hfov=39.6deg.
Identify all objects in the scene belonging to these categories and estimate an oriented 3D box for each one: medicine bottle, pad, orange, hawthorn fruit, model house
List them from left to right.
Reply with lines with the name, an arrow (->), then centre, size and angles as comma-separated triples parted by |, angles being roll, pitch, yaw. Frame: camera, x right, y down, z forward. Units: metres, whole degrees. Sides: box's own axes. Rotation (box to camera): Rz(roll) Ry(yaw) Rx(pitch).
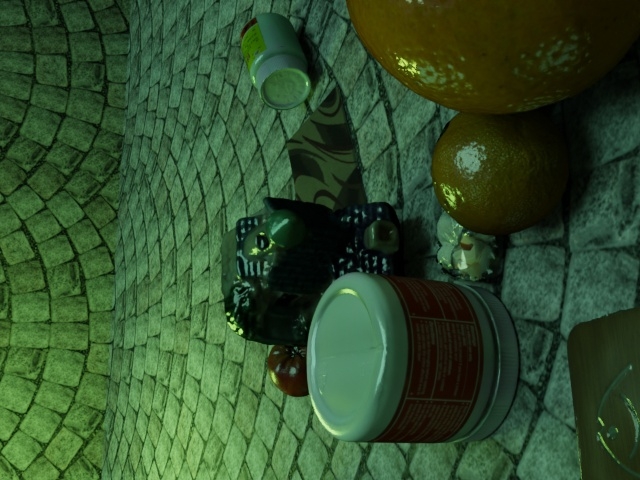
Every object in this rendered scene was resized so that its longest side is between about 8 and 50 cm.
medicine bottle -> -0.106, -0.422, 2.087 | 0.139, 0.139, 0.225 | -60, 35, 37
hawthorn fruit -> -0.052, 0.267, 1.832 | 0.140, 0.125, 0.125 | -61, 34, 32
pad -> 0.006, -0.150, 1.917 | 0.220, 0.004, 0.330 | -45, 45, 40
model house -> 0.005, 0.040, 1.581 | 0.284, 0.298, 0.243 | -38, 51, 54
medicine bottle -> 0.133, 0.183, 1.360 | 0.252, 0.240, 0.253 | -28, 58, 58
orange -> 0.251, -0.102, 1.260 | 0.206, 0.206, 0.206 | -25, 62, 59
orange -> 0.239, -0.343, 1.140 | 0.326, 0.424, 0.424 | 64, 176, -38
pad -> 0.407, 0.216, 1.060 | 0.284, 0.018, 0.287 | -30, 57, 57

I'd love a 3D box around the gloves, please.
gloves -> 0.226, 0.005, 1.411 | 0.153, 0.070, 0.114 | -137, 50, -66

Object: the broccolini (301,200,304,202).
broccolini -> 0.007, -0.002, 1.841 | 0.052, 0.054, 0.194 | -26, 68, 19

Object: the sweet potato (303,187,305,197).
sweet potato -> -0.026, -0.077, 1.972 | 0.026, 0.026, 0.115 | -41, 49, 53
